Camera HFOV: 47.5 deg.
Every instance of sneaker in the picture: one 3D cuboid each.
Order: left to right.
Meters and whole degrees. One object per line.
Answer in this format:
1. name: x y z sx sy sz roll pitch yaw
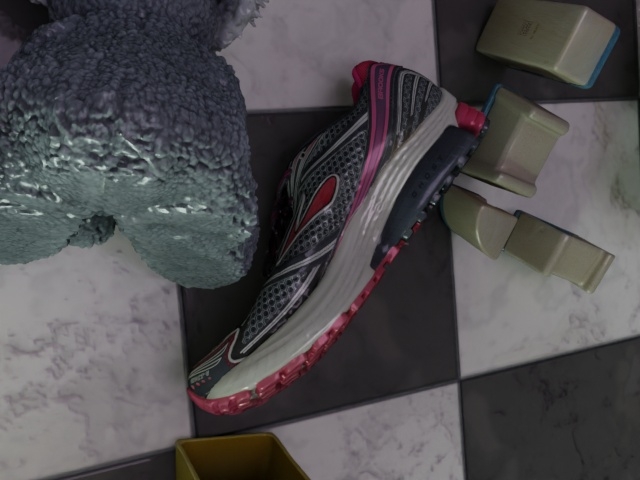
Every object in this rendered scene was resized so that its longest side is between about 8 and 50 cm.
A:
1. sneaker: 0.000 0.000 0.548 0.112 0.121 0.299 35 76 6

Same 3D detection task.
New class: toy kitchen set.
1. toy kitchen set: 0.206 -0.083 0.652 0.166 0.122 0.207 19 104 -26

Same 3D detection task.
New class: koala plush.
1. koala plush: -0.114 -0.106 0.443 0.196 0.203 0.221 9 69 -14

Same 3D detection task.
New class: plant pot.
1. plant pot: -0.063 0.200 0.536 0.081 0.081 0.083 3 103 -27
